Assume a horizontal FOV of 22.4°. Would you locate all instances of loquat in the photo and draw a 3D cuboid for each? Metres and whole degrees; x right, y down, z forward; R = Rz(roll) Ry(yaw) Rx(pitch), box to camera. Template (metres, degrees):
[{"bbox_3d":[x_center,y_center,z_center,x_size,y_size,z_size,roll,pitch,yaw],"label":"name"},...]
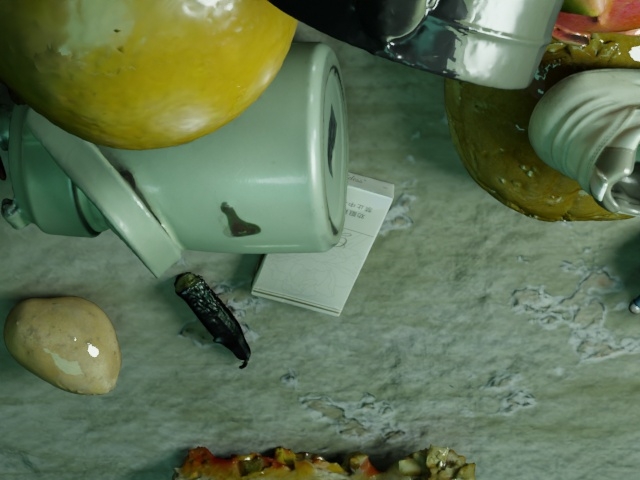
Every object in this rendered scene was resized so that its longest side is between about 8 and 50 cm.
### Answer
[{"bbox_3d":[-0.151,-0.247,1.362,0.359,0.328,0.328,-35,129,-4],"label":"loquat"}]

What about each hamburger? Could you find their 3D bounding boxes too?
[{"bbox_3d":[0.254,-0.125,1.560,0.265,0.134,0.285,-9,130,8],"label":"hamburger"}]

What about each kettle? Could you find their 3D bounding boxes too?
[{"bbox_3d":[0.101,-0.292,1.149,0.228,0.321,0.324,22,107,6],"label":"kettle"}]

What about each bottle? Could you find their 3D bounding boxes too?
[{"bbox_3d":[-0.156,-0.079,1.580,0.352,0.229,0.229,-1,135,7],"label":"bottle"}]

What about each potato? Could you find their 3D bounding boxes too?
[{"bbox_3d":[-0.296,0.119,1.876,0.147,0.112,0.112,26,132,-10],"label":"potato"}]

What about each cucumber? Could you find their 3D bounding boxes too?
[{"bbox_3d":[-0.118,0.100,1.885,0.043,0.039,0.163,-3,137,38],"label":"cucumber"}]

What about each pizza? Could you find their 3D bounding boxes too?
[{"bbox_3d":[0.059,0.370,2.080,0.406,0.130,0.440,-30,115,29],"label":"pizza"}]

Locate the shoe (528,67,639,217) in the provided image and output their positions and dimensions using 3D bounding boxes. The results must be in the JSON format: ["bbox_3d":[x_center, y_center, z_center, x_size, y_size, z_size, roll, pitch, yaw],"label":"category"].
[{"bbox_3d":[0.350,-0.068,1.427,0.316,0.159,0.124,0,128,-13],"label":"shoe"}]

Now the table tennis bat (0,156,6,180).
[{"bbox_3d":[-0.347,-0.128,1.639,0.019,0.098,0.154,-21,131,-7],"label":"table tennis bat"}]

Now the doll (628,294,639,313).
[{"bbox_3d":[0.394,0.038,1.752,0.114,0.085,0.152,-12,145,-4],"label":"doll"}]

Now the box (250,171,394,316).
[{"bbox_3d":[-0.001,0.000,1.781,0.109,0.029,0.198,15,133,-10],"label":"box"}]

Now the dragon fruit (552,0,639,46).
[{"bbox_3d":[0.241,-0.270,1.364,0.227,0.224,0.224,13,145,38],"label":"dragon fruit"}]
